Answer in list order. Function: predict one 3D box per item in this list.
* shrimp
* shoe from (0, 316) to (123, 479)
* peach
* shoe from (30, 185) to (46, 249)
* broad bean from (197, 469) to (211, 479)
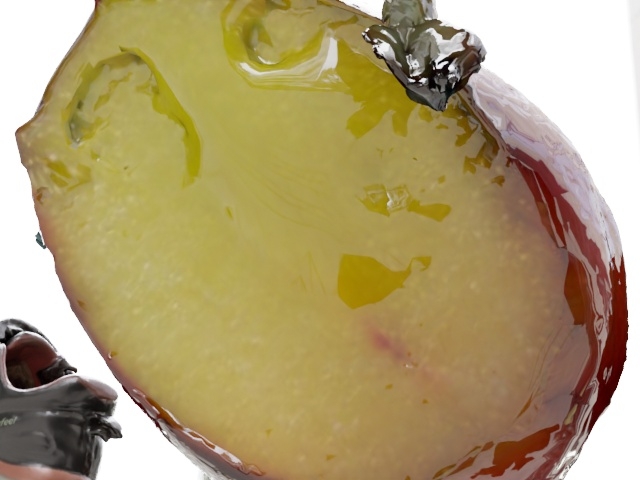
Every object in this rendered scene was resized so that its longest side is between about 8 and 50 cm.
[{"bbox_3d":[0.040,-0.165,0.580,0.054,0.222,0.290,-2,-8,-4],"label":"shrimp"},{"bbox_3d":[-0.257,0.121,1.112,0.291,0.137,0.114,14,-11,39],"label":"shoe"},{"bbox_3d":[0.000,0.000,0.775,0.281,0.281,0.338,-31,-62,34],"label":"peach"},{"bbox_3d":[-0.164,-0.085,1.135,0.091,0.106,0.207,26,-58,-10],"label":"shoe"},{"bbox_3d":[0.015,0.177,1.020,0.189,0.121,0.263,-8,-3,-44],"label":"broad bean"}]
